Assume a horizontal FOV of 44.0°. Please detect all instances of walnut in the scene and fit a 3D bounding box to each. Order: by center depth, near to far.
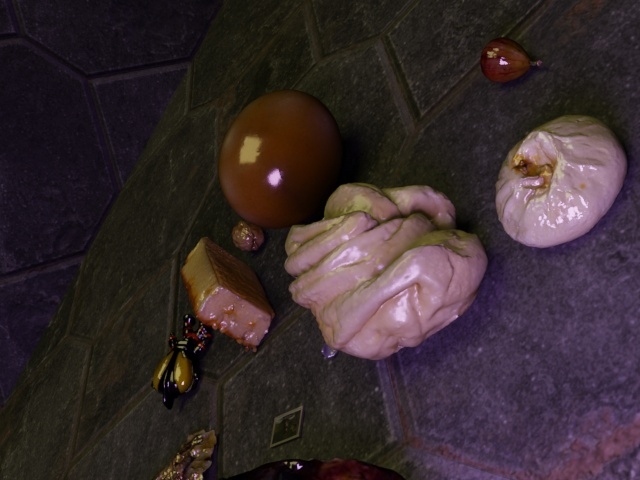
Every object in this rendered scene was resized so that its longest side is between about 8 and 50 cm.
[{"bbox_3d":[-0.186,-0.012,2.032,0.079,0.082,0.096,-30,29,-17],"label":"walnut"}]

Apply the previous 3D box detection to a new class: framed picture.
[{"bbox_3d":[-0.064,0.358,1.520,0.089,0.007,0.066,-31,37,40],"label":"framed picture"}]

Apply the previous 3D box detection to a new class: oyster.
[{"bbox_3d":[-0.309,0.507,1.687,0.214,0.083,0.223,-33,29,34],"label":"oyster"}]

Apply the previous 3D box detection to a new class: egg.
[{"bbox_3d":[-0.090,-0.191,1.840,0.283,0.283,0.351,-26,37,45],"label":"egg"}]

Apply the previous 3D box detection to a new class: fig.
[{"bbox_3d":[0.367,-0.336,1.496,0.125,0.089,0.089,23,80,35],"label":"fig"}]

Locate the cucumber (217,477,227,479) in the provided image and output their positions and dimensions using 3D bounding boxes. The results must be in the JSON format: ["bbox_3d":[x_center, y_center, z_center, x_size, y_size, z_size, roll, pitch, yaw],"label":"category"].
[{"bbox_3d":[-0.171,0.521,1.458,0.067,0.067,0.245,-51,29,11],"label":"cucumber"}]

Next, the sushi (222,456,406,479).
[{"bbox_3d":[-0.010,0.450,1.028,0.281,0.299,0.294,-51,26,45],"label":"sushi"}]

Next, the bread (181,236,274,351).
[{"bbox_3d":[-0.219,0.120,1.834,0.114,0.185,0.274,-47,30,10],"label":"bread"}]

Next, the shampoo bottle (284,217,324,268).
[{"bbox_3d":[0.000,0.000,1.721,0.192,0.074,0.074,-54,28,3],"label":"shampoo bottle"}]

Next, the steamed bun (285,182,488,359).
[{"bbox_3d":[0.093,0.028,1.354,0.325,0.230,0.372,-34,28,7],"label":"steamed bun"}]

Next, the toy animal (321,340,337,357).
[{"bbox_3d":[0.027,0.124,1.559,0.202,0.070,0.105,-88,7,-46],"label":"toy animal"}]

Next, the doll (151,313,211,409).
[{"bbox_3d":[-0.343,0.294,1.954,0.127,0.088,0.248,-22,40,48],"label":"doll"}]

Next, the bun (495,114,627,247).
[{"bbox_3d":[0.349,-0.101,1.206,0.222,0.127,0.222,-37,32,28],"label":"bun"}]
